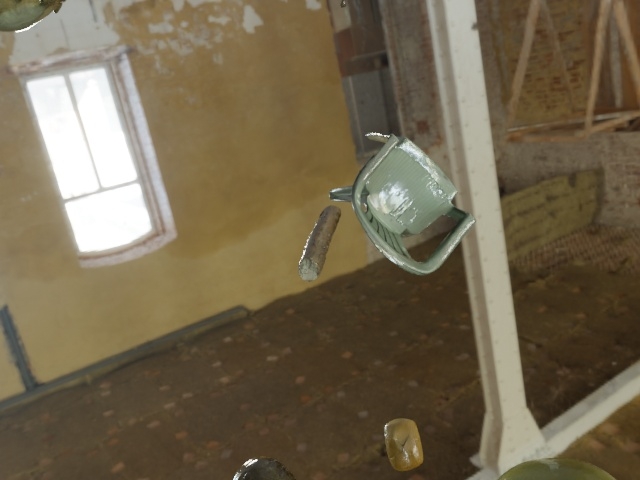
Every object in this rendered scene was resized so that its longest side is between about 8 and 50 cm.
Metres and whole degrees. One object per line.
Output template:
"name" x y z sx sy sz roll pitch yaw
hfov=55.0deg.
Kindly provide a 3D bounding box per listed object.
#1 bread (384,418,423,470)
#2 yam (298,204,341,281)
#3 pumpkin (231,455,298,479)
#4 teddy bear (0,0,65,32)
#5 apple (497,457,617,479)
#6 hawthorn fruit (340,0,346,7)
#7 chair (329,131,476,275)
"bread" 0.190 0.467 1.411 0.082 0.115 0.056 -9 160 9
"yam" 0.000 0.000 0.758 0.032 0.032 0.145 -7 -152 18
"pumpkin" -0.088 0.549 1.272 0.163 0.218 0.219 -23 -162 -23
"teddy bear" -0.214 -0.309 0.438 0.267 0.156 0.256 -50 -170 -7
"apple" 0.441 0.531 1.050 0.234 0.294 0.258 -17 167 39
"hawthorn fruit" 0.038 -0.461 0.841 0.242 0.271 0.241 2 -154 -1
"chair" 0.129 -0.063 1.039 0.190 0.203 0.275 -47 -168 -4
